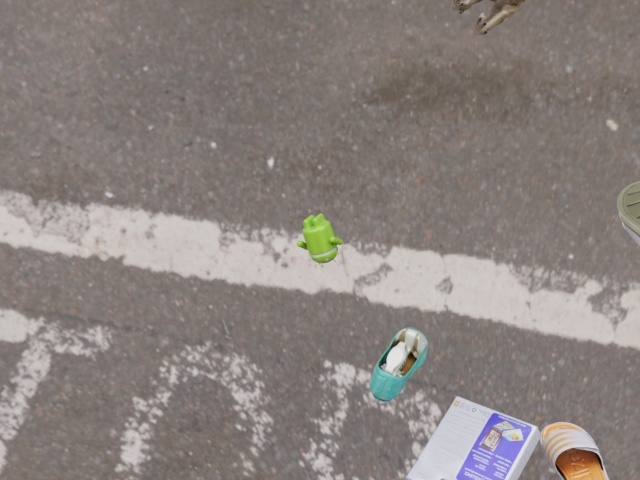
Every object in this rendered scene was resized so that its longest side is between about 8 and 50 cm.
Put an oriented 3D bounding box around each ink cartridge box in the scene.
[{"bbox_3d":[0.303,0.431,1.676,0.206,0.045,0.208,14,59,48],"label":"ink cartridge box"}]

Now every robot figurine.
[{"bbox_3d":[0.000,0.000,1.884,0.101,0.115,0.067,-8,18,29],"label":"robot figurine"}]

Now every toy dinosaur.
[{"bbox_3d":[0.179,-0.231,0.813,0.093,0.183,0.053,-23,84,-20],"label":"toy dinosaur"}]

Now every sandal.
[{"bbox_3d":[0.510,0.437,1.650,0.102,0.076,0.265,-23,32,4],"label":"sandal"}]

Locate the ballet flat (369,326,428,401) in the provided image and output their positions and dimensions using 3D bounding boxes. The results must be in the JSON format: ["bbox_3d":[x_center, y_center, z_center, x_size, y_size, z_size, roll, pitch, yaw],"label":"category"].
[{"bbox_3d":[0.177,0.237,1.764,0.083,0.087,0.247,25,36,12],"label":"ballet flat"}]

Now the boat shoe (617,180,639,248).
[{"bbox_3d":[0.488,0.011,1.156,0.113,0.103,0.302,-14,26,10],"label":"boat shoe"}]
